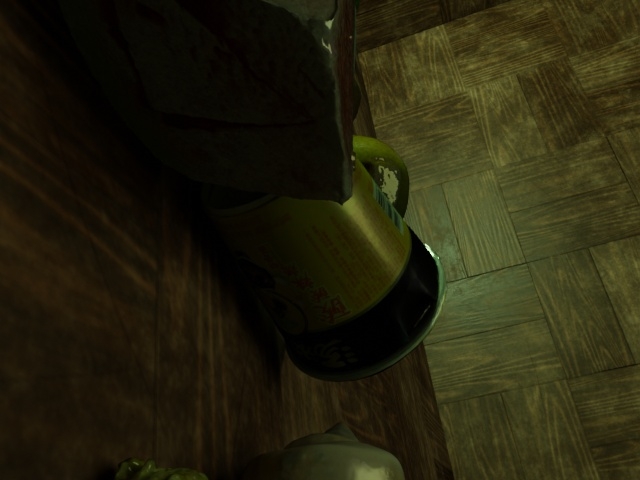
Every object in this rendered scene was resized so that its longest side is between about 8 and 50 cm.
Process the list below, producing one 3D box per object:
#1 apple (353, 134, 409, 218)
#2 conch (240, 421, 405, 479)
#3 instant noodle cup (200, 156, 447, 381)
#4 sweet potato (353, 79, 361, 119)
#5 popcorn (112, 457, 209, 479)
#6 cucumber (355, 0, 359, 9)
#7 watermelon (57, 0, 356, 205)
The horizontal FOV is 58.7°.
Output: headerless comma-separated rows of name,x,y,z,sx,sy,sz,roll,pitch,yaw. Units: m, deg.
apple,0.046,-0.079,0.914,0.157,0.196,0.196,18,52,-40
conch,-0.026,0.245,0.420,0.255,0.127,0.158,-53,161,-48
instant noodle cup,0.000,0.000,0.607,0.236,0.215,0.216,57,20,-35
sweet potato,0.026,-0.291,1.240,0.422,0.130,0.131,-26,100,-86
popcorn,-0.090,0.157,0.320,0.083,0.068,0.060,140,-33,-64
cucumber,-0.044,-0.253,0.601,0.134,0.244,0.134,58,18,-32
watermelon,-0.027,-0.161,0.430,0.201,0.261,0.213,35,-31,35
